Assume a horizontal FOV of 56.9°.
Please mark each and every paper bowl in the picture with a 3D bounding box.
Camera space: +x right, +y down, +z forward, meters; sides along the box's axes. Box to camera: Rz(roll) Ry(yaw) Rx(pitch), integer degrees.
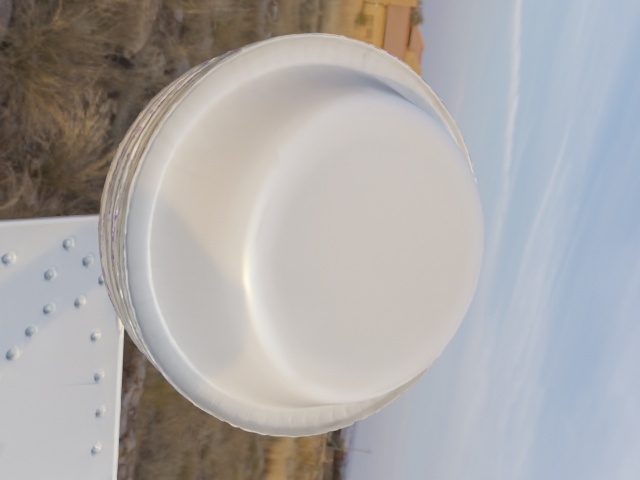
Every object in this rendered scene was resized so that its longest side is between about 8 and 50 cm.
[{"bbox_3d":[0.000,0.000,0.424,0.148,0.284,0.284,16,-81,58],"label":"paper bowl"}]

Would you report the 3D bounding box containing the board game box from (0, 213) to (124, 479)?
[{"bbox_3d":[-0.323,0.179,0.439,0.390,0.050,0.389,-10,108,-57],"label":"board game box"}]
